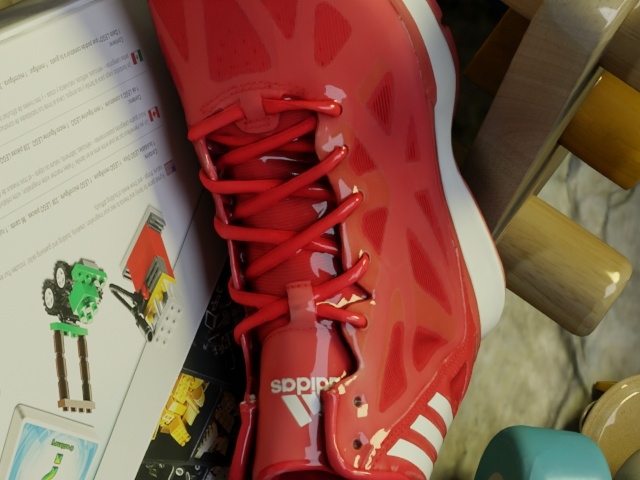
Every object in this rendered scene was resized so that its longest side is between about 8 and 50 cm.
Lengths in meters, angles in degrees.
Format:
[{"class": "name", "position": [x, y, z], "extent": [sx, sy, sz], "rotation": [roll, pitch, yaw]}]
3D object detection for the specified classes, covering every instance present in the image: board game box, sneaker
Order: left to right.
[{"class": "board game box", "position": [-0.073, 0.024, 0.600], "extent": [0.305, 0.053, 0.193], "rotation": [-39, 117, -61]}, {"class": "sneaker", "position": [0.000, 0.000, 0.598], "extent": [0.221, 0.087, 0.128], "rotation": [58, 33, -37]}]

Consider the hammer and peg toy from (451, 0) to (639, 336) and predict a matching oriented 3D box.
[{"class": "hammer and peg toy", "position": [0.160, -0.144, 0.741], "extent": [0.127, 0.266, 0.361], "rotation": [36, 68, 7]}]

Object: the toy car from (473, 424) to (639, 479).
[{"class": "toy car", "position": [0.167, 0.221, 0.800], "extent": [0.219, 0.210, 0.238], "rotation": [8, 110, -16]}]

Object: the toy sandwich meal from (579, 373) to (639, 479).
[{"class": "toy sandwich meal", "position": [0.145, 0.099, 0.886], "extent": [0.085, 0.029, 0.086], "rotation": [-2, 94, -30]}]
